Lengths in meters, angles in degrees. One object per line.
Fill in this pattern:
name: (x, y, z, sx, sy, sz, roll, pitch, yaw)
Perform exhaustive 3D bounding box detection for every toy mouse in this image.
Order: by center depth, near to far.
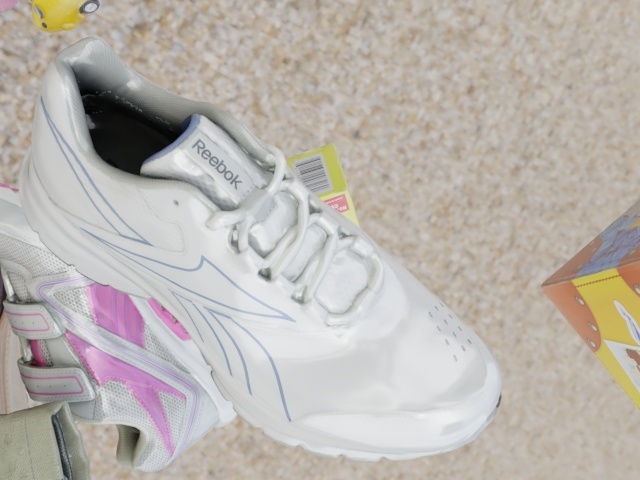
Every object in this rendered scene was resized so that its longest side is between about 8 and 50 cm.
toy mouse: (-0.186, -0.195, 0.737, 0.161, 0.143, 0.031, -31, 160, 27)

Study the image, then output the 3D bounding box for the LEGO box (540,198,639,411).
LEGO box: (0.467, 0.104, 0.801, 0.372, 0.500, 0.193, -38, -179, -15)

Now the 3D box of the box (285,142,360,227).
box: (0.000, 0.000, 1.132, 0.087, 0.058, 0.232, -18, 149, 0)

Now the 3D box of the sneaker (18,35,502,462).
sneaker: (-0.038, 0.008, 0.596, 0.111, 0.297, 0.129, -54, 169, -28)

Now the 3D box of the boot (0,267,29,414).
boot: (-0.336, 0.074, 0.908, 0.207, 0.090, 0.248, -14, 92, -48)

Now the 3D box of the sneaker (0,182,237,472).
sneaker: (-0.157, 0.064, 0.778, 0.252, 0.103, 0.111, 46, 71, -18)

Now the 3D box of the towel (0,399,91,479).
towel: (-0.249, 0.284, 0.734, 0.056, 0.324, 0.312, 13, 62, -65)
